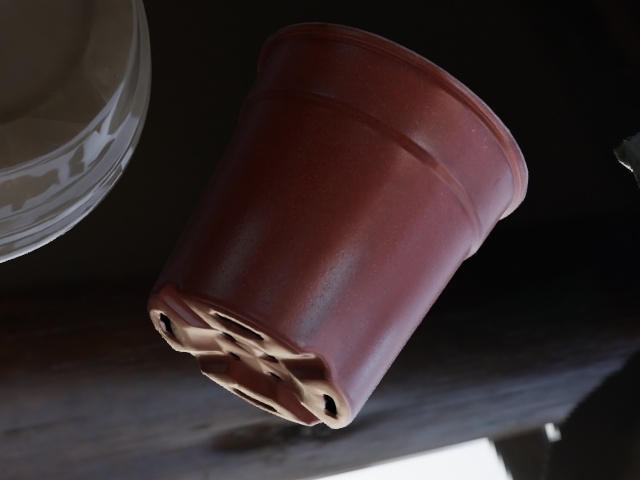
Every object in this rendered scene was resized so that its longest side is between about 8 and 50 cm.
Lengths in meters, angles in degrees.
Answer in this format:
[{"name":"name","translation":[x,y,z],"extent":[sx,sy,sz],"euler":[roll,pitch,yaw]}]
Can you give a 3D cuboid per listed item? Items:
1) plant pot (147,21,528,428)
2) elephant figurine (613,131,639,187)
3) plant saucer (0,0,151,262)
[{"name":"plant pot","translation":[0.000,0.000,1.319],"extent":[0.272,0.265,0.272],"euler":[26,-24,12]},{"name":"elephant figurine","translation":[0.247,0.017,0.729],"extent":[0.186,0.239,0.169],"euler":[-20,-83,19]},{"name":"plant saucer","translation":[-0.187,-0.114,0.613],"extent":[0.041,0.278,0.278],"euler":[-44,-122,43]}]
